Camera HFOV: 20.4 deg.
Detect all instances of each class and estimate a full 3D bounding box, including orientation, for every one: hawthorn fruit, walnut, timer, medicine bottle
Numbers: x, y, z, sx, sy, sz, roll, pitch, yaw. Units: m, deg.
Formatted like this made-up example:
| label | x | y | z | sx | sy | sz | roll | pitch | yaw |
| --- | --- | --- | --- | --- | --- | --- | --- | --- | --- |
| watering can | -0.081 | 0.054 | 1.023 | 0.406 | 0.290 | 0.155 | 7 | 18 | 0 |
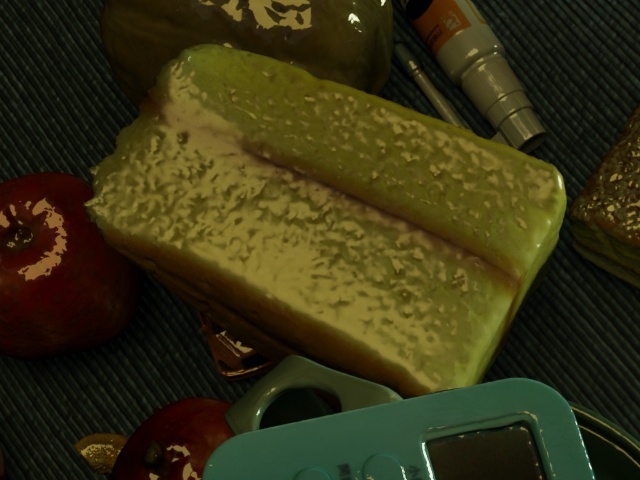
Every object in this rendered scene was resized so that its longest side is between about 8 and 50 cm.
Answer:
| label | x | y | z | sx | sy | sz | roll | pitch | yaw |
| --- | --- | --- | --- | --- | --- | --- | --- | --- | --- |
| hawthorn fruit | -0.103 | 0.216 | 1.504 | 0.169 | 0.188 | 0.169 | -5 | 71 | 16 |
| walnut | -0.068 | -0.188 | 1.642 | 0.282 | 0.227 | 0.283 | 5 | 108 | 14 |
| hawthorn fruit | -0.248 | 0.019 | 1.605 | 0.189 | 0.189 | 0.189 | -2 | 69 | 5 |
| timer | 0.067 | 0.212 | 1.131 | 0.250 | 0.091 | 0.232 | -17 | 62 | 1 |
| medicine bottle | 0.132 | -0.168 | 1.703 | 0.092 | 0.061 | 0.221 | -39 | 68 | 17 |

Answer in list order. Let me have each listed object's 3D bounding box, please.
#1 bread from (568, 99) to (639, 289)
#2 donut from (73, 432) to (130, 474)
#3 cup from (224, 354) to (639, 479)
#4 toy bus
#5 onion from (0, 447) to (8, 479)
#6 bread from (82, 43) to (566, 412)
| label | x | y | z | sx | sy | sz | roll | pitch | yaw |
| --- | --- | --- | --- | --- | --- | --- | --- | --- | --- |
| bread | 0.355 | -0.054 | 1.605 | 0.184 | 0.110 | 0.234 | 28 | 72 | 19 |
| donut | -0.184 | 0.207 | 1.597 | 0.067 | 0.038 | 0.083 | -10 | 66 | -1 |
| cup | 0.117 | 0.267 | 1.349 | 0.310 | 0.392 | 0.401 | -14 | 68 | 0 |
| toy bus | -0.087 | 0.026 | 1.629 | 0.083 | 0.088 | 0.194 | -21 | 68 | -3 |
| onion | -0.365 | 0.212 | 1.547 | 0.200 | 0.201 | 0.207 | 8 | 57 | 9 |
| bread | 0.000 | 0.000 | 1.521 | 0.361 | 0.245 | 0.233 | 26 | 71 | 9 |
